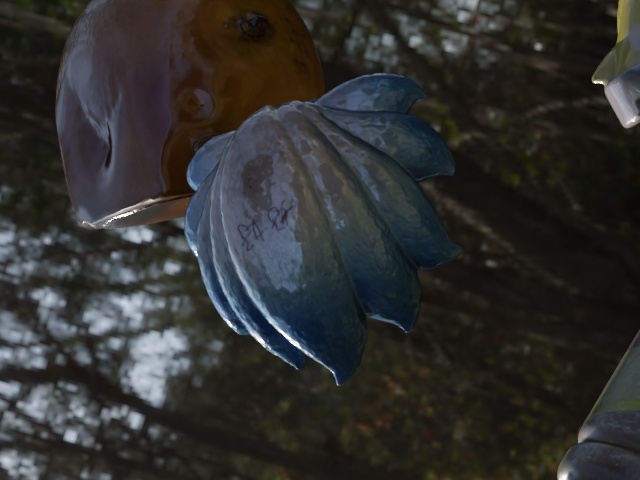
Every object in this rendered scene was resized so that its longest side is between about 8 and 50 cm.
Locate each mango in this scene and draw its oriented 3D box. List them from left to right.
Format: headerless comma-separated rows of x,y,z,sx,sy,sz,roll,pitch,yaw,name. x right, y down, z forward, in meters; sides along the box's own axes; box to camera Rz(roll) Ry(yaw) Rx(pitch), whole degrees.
-0.092,-0.095,0.916,0.236,0.136,0.166,-14,81,55,mango

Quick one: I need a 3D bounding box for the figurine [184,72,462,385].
0.000,0.000,0.520,0.079,0.114,0.114,16,-91,-69,figurine

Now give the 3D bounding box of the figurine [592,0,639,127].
0.200,-0.127,0.716,0.184,0.208,0.128,-27,-6,-38,figurine

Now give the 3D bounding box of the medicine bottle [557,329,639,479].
0.280,0.127,1.041,0.322,0.151,0.151,-55,-15,-18,medicine bottle
